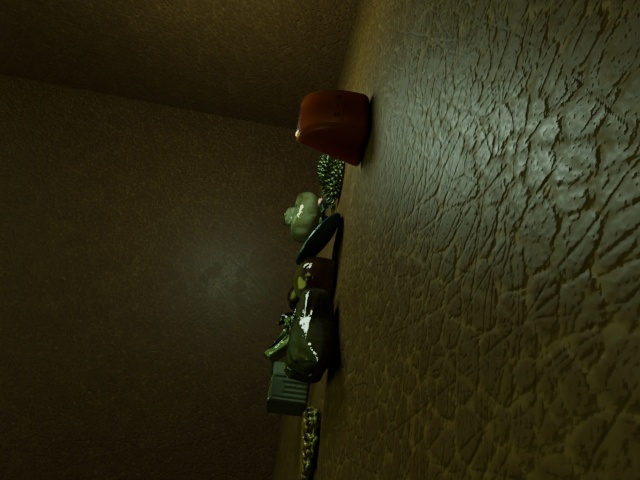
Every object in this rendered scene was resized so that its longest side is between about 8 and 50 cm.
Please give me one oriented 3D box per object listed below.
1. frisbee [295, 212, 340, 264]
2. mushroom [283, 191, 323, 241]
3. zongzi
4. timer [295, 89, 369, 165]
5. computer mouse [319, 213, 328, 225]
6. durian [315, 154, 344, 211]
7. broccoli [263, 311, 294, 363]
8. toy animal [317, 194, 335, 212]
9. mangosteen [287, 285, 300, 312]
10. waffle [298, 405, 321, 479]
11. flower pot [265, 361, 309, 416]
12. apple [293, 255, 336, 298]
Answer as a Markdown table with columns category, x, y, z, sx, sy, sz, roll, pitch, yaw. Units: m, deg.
| category | x | y | z | sx | sy | sz | roll | pitch | yaw |
| --- | --- | --- | --- | --- | --- | --- | --- | --- | --- |
| frisbee | 0.003 | 0.004 | 1.755 | 0.289 | 0.049 | 0.289 | -47 | -12 | -14 |
| mushroom | -0.111 | -0.157 | 2.768 | 0.352 | 0.260 | 0.352 | 8 | -90 | -89 |
| zongzi | -0.017 | 0.281 | 1.322 | 0.360 | 0.160 | 0.323 | 108 | 169 | -64 |
| timer | 0.044 | -0.428 | 1.473 | 0.161 | 0.250 | 0.257 | 106 | 172 | -52 |
| computer mouse | 0.024 | -0.089 | 2.257 | 0.172 | 0.057 | 0.099 | 79 | -164 | -69 |
| durian | 0.075 | -0.340 | 2.055 | 0.169 | 0.157 | 0.355 | 50 | -143 | -46 |
| broccoli | -0.140 | 0.460 | 1.824 | 0.247 | 0.243 | 0.263 | 54 | 156 | 19 |
| toy animal | 0.027 | -0.190 | 2.180 | 0.208 | 0.100 | 0.103 | -113 | 31 | -74 |
| mangosteen | -0.067 | 0.286 | 1.921 | 0.200 | 0.200 | 0.200 | -170 | 90 | -85 |
| waffle | -0.042 | 0.725 | 1.444 | 0.243 | 0.059 | 0.238 | 101 | 173 | -47 |
| flower pot | -0.159 | 0.725 | 1.986 | 0.209 | 0.190 | 0.239 | 111 | 166 | -66 |
| apple | -0.021 | 0.158 | 1.677 | 0.207 | 0.174 | 0.188 | 159 | 119 | -66 |
